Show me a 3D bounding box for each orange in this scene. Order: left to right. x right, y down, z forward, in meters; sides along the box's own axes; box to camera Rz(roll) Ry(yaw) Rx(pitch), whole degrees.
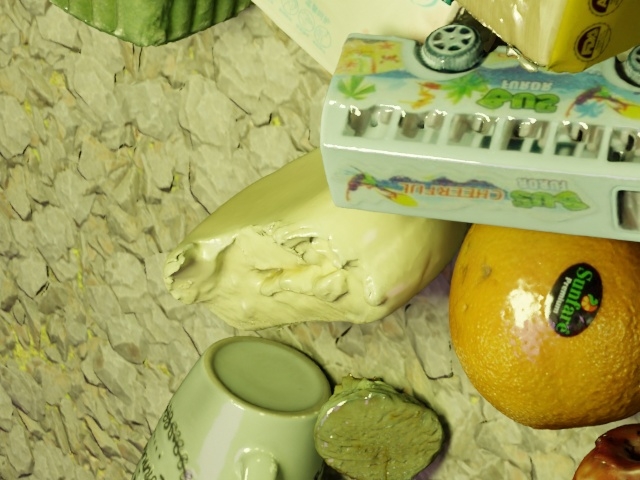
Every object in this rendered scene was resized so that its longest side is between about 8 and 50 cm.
[{"bbox_3d":[0.194,0.051,1.448,0.206,0.206,0.206,21,121,38],"label":"orange"}]

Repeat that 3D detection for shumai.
[{"bbox_3d":[0.051,0.171,1.730,0.124,0.087,0.099,21,112,-15],"label":"shumai"}]

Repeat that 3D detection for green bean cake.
[{"bbox_3d":[-0.163,-0.255,1.668,0.173,0.181,0.094,30,128,29],"label":"green bean cake"}]

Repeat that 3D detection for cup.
[{"bbox_3d":[-0.080,0.245,1.780,0.258,0.186,0.234,-103,29,-55],"label":"cup"}]

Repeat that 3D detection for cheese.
[{"bbox_3d":[0.000,0.000,1.595,0.266,0.233,0.127,-14,108,50],"label":"cheese"}]

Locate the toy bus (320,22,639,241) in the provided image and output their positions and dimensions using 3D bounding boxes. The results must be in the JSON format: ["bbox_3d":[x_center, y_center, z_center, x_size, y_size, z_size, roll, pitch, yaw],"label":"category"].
[{"bbox_3d":[0.166,-0.078,1.375,0.330,0.136,0.109,6,138,19],"label":"toy bus"}]

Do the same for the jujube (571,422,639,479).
[{"bbox_3d":[0.270,0.297,1.481,0.197,0.197,0.290,10,114,42],"label":"jujube"}]

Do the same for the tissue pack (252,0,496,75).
[{"bbox_3d":[0.031,-0.249,1.515,0.271,0.124,0.201,44,138,17],"label":"tissue pack"}]

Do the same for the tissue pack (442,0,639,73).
[{"bbox_3d":[0.210,-0.273,1.280,0.134,0.192,0.270,36,131,30],"label":"tissue pack"}]
